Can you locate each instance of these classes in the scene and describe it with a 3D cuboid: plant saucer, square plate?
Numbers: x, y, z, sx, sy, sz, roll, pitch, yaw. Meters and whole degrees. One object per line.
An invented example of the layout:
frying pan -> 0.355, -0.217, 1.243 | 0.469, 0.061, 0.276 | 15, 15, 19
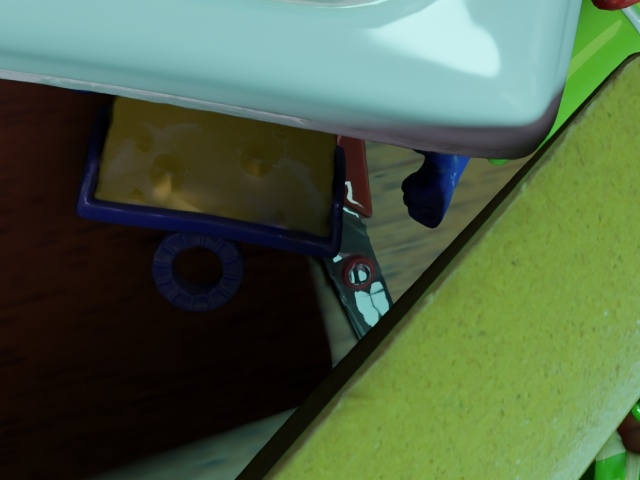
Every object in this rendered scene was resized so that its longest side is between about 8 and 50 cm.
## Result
plant saucer -> -0.011, 0.125, 0.699 | 0.081, 0.333, 0.333 | 41, 59, 2
square plate -> -0.061, -0.203, 0.539 | 0.344, 0.049, 0.347 | 7, 107, -12

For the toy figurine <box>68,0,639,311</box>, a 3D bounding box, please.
toy figurine -> -0.061, -0.059, 0.748 | 0.362, 0.191, 0.217 | 8, 121, -6

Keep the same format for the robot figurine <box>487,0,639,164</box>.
robot figurine -> 0.110, -0.084, 0.881 | 0.115, 0.067, 0.101 | -41, 86, -6

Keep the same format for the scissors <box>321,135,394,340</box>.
scissors -> 0.000, 0.000, 0.892 | 0.109, 0.021, 0.297 | -15, 111, -18

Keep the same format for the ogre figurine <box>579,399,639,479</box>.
ogre figurine -> 0.174, 0.145, 0.960 | 0.118, 0.097, 0.197 | 8, 91, -12
